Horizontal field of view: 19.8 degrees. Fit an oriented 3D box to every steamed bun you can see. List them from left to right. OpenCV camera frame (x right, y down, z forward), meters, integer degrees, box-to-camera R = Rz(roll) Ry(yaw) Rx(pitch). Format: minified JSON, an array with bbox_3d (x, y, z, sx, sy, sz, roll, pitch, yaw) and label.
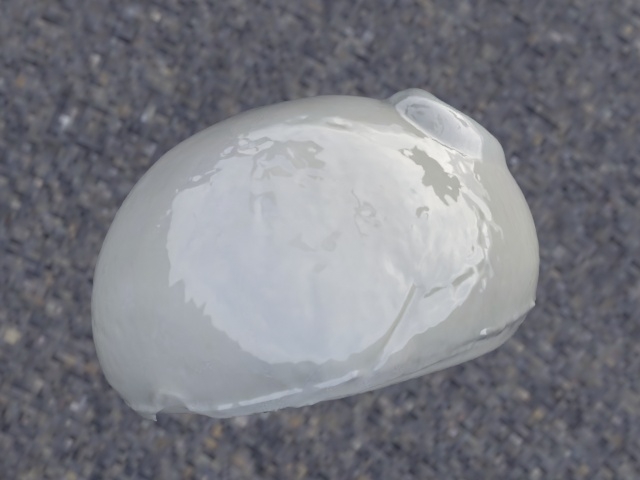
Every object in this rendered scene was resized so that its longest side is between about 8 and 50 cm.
[{"bbox_3d":[0.000,0.000,0.838,0.228,0.177,0.131,-15,96,-44],"label":"steamed bun"}]
